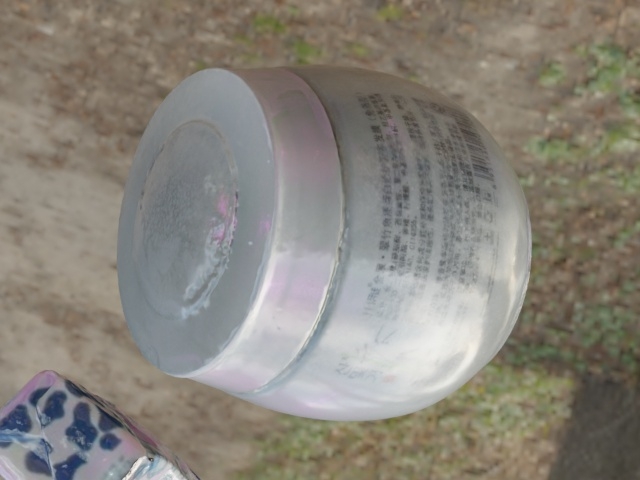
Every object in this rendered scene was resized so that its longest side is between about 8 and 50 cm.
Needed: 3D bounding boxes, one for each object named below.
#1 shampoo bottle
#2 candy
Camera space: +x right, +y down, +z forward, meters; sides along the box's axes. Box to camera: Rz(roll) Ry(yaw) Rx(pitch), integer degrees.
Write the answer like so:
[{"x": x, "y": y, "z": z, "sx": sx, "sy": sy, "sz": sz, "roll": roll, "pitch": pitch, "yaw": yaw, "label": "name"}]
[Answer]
[{"x": 0.000, "y": 0.000, "z": 1.124, "sx": 0.266, "sy": 0.273, "sz": 0.273, "roll": 9, "pitch": 167, "yaw": -32, "label": "shampoo bottle"}, {"x": -0.138, "y": 0.143, "z": 0.914, "sx": 0.092, "sy": 0.073, "sz": 0.160, "roll": 40, "pitch": 174, "yaw": 19, "label": "candy"}]
